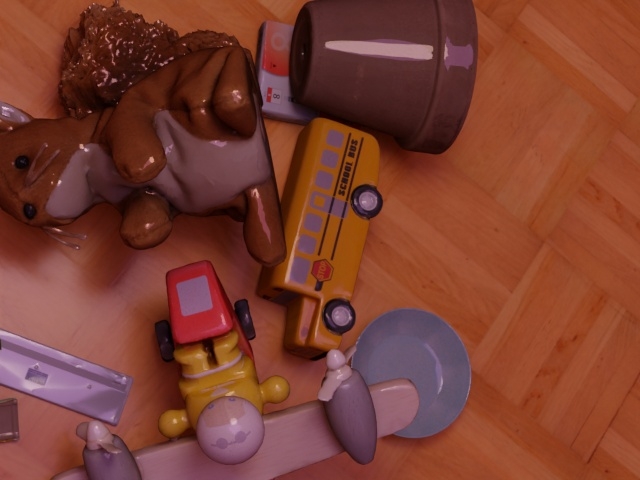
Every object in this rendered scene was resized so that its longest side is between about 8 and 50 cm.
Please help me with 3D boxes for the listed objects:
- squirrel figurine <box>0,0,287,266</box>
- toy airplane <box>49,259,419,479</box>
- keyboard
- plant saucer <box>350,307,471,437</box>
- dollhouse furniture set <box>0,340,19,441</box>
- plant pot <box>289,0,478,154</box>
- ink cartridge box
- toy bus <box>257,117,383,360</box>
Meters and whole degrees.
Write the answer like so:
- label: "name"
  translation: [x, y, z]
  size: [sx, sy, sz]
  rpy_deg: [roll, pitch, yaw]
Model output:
- label: "squirrel figurine"
  translation: [-0.263, -0.146, 1.811]
  size: [0.370, 0.281, 0.397]
  rpy_deg: [-11, 43, 2]
- label: "toy airplane"
  translation: [-0.116, 0.267, 1.739]
  size: [0.384, 0.272, 0.386]
  rpy_deg: [31, 86, -1]
- label: "keyboard"
  translation: [-0.386, 0.178, 1.809]
  size: [0.256, 0.014, 0.072]
  rpy_deg: [22, 77, -13]
- label: "plant saucer"
  translation: [0.130, 0.199, 1.972]
  size: [0.195, 0.037, 0.195]
  rpy_deg: [4, 77, -18]
- label: "dollhouse furniture set"
  translation: [-0.450, 0.196, 1.767]
  size: [0.076, 0.058, 0.152]
  rpy_deg: [-8, 107, -25]
- label: "plant pot"
  translation: [0.081, -0.262, 1.943]
  size: [0.229, 0.263, 0.263]
  rpy_deg: [3, 77, -15]
- label: "ink cartridge box"
  translation: [-0.012, -0.247, 2.018]
  size: [0.179, 0.045, 0.145]
  rpy_deg: [8, 76, -15]
- label: "toy bus"
  translation: [0.000, 0.000, 1.931]
  size: [0.130, 0.108, 0.333]
  rpy_deg: [19, 72, -15]
